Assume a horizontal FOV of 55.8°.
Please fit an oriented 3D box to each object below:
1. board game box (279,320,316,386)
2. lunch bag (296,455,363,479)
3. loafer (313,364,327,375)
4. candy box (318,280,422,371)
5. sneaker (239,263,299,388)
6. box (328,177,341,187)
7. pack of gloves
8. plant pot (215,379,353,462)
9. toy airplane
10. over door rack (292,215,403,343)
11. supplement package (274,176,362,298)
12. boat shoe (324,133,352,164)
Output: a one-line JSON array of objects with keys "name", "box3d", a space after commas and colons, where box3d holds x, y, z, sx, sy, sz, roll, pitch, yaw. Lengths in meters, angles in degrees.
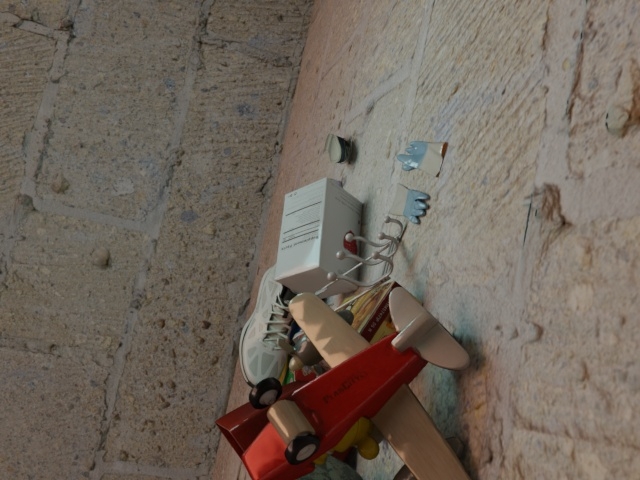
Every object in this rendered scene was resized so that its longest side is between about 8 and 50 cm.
[{"name": "board game box", "box3d": [-0.068, 0.399, 2.003, 0.242, 0.064, 0.316, -129, 54, -73]}, {"name": "lunch bag", "box3d": [0.010, 0.556, 1.172, 0.305, 0.256, 0.212, -144, 71, -76]}, {"name": "loafer", "box3d": [0.004, 0.366, 1.761, 0.062, 0.061, 0.170, -176, 98, -75]}, {"name": "candy box", "box3d": [0.091, 0.207, 1.383, 0.183, 0.087, 0.316, -53, 7, -20]}, {"name": "sneaker", "box3d": [-0.149, 0.252, 1.971, 0.257, 0.169, 0.447, 128, 154, -64]}, {"name": "box", "box3d": [0.041, -0.089, 2.024, 0.324, 0.063, 0.067, -93, 20, -47]}, {"name": "pack of gloves", "box3d": [0.212, -0.147, 1.451, 0.232, 0.046, 0.195, -140, 65, -75]}, {"name": "plant pot", "box3d": [-0.074, 0.489, 1.491, 0.236, 0.267, 0.267, -35, 0, -21]}, {"name": "toy airplane", "box3d": [0.085, 0.275, 1.079, 0.272, 0.384, 0.386, 75, -158, -49]}, {"name": "over door rack", "box3d": [0.053, 0.091, 1.432, 0.324, 0.108, 0.239, -47, 6, 26]}, {"name": "supplement package", "box3d": [0.000, 0.000, 1.764, 0.175, 0.177, 0.293, -19, 54, 37]}, {"name": "boat shoe", "box3d": [0.068, -0.314, 2.095, 0.254, 0.079, 0.095, -121, 44, -74]}]
